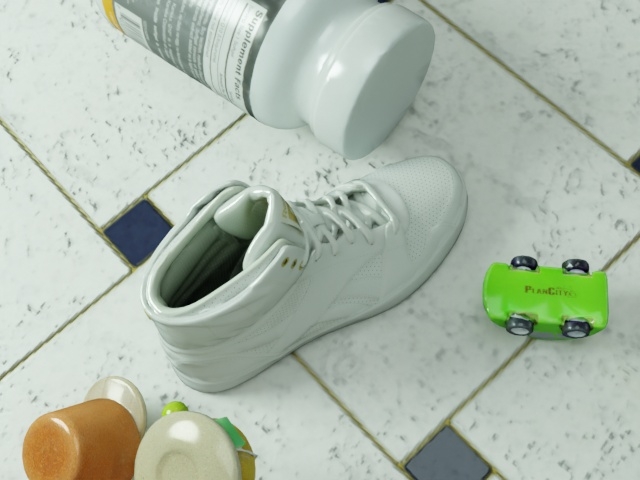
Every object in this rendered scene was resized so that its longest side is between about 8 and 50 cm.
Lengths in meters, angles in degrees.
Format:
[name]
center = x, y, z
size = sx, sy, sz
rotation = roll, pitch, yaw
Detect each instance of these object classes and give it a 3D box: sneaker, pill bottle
[sneaker]
center = 0.000, 0.000, 0.691
size = 0.292, 0.169, 0.108
rotation = -35, 66, -12
[pill bottle]
center = -0.050, -0.196, 0.785
size = 0.278, 0.162, 0.162
rotation = 34, 72, 17

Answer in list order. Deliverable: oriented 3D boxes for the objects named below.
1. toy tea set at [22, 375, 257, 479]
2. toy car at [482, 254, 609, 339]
[toy tea set]
center = -0.077, 0.233, 0.643
size = 0.200, 0.124, 0.336
rotation = -37, 69, 20
[toy car]
center = 0.240, 0.053, 0.711
size = 0.224, 0.053, 0.239
rotation = 5, 66, 7
